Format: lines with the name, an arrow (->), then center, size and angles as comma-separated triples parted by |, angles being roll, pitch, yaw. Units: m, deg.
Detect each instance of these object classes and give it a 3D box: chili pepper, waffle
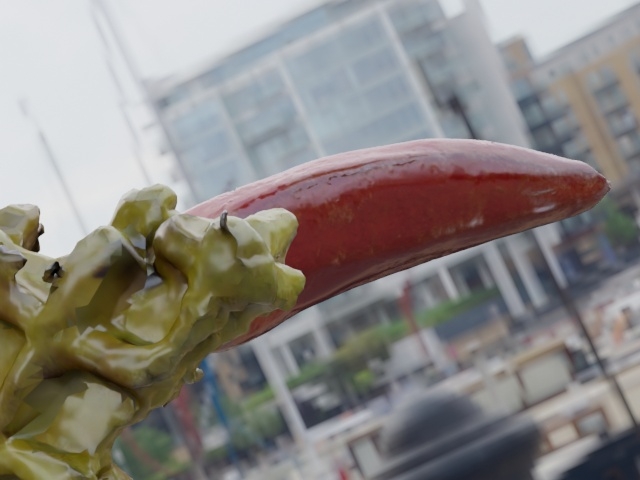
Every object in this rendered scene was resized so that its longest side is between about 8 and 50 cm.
chili pepper -> 0.000, 0.000, 0.881 | 0.272, 0.071, 0.063 | -19, 28, -11
waffle -> -0.111, 0.131, 0.623 | 0.260, 0.293, 0.069 | -14, -12, 22
